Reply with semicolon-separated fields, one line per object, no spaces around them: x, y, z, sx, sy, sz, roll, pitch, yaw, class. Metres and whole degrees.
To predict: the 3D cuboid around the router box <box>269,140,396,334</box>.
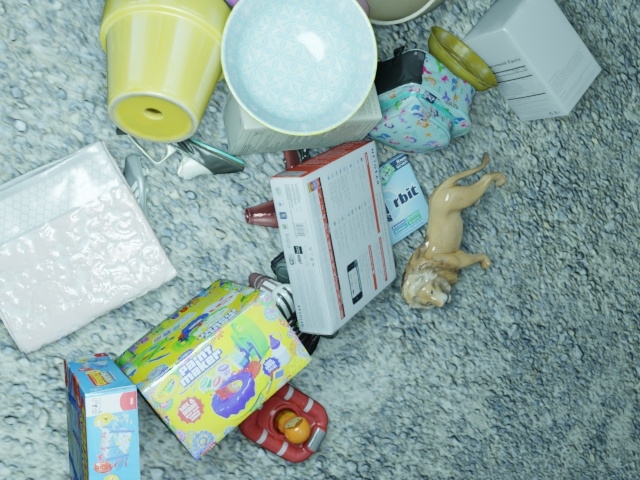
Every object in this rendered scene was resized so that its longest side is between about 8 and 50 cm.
0.039;-0.014;1.479;0.301;0.082;0.335;-33;118;-51;router box

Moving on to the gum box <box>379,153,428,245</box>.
0.178;-0.098;1.710;0.157;0.041;0.184;-32;105;-22;gum box

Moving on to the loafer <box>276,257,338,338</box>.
-0.019;0.116;1.578;0.084;0.096;0.267;-57;139;-30;loafer

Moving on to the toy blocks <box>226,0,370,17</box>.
-0.091;-0.511;1.489;0.288;0.309;0.260;36;43;-35;toy blocks

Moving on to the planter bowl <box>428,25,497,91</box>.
0.328;-0.424;1.718;0.217;0.217;0.090;26;125;-25;planter bowl

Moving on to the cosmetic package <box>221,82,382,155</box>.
-0.043;-0.272;1.502;0.309;0.160;0.113;-7;78;-21;cosmetic package

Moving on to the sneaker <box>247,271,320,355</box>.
-0.098;0.162;1.557;0.106;0.162;0.281;-43;145;-26;sneaker

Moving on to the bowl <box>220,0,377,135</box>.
-0.046;-0.344;1.333;0.289;0.156;0.289;-1;96;-7;bowl

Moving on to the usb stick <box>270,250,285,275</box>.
0.000;0.000;1.624;0.278;0.045;0.077;-40;110;-20;usb stick

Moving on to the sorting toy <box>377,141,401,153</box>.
0.172;-0.254;1.716;0.083;0.012;0.062;13;84;-26;sorting toy

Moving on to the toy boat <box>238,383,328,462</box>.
-0.073;0.408;1.549;0.231;0.151;0.151;36;76;-23;toy boat

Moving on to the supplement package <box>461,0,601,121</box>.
0.546;-0.480;1.799;0.293;0.175;0.177;46;75;-21;supplement package

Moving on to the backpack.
0.231;-0.311;1.620;0.253;0.225;0.191;15;73;-36;backpack

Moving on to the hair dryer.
-0.062;-0.129;1.588;0.223;0.080;0.293;44;68;-5;hair dryer

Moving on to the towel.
-0.494;0.012;1.341;0.332;0.053;0.317;-28;105;-9;towel

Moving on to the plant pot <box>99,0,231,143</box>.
-0.296;-0.326;1.308;0.254;0.254;0.239;17;61;-26;plant pot

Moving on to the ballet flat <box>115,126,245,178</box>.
-0.298;-0.190;1.449;0.280;0.095;0.096;29;92;-14;ballet flat

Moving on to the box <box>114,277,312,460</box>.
-0.224;0.240;1.395;0.290;0.279;0.177;-38;108;-19;box

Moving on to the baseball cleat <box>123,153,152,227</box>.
-0.399;-0.071;1.408;0.109;0.072;0.206;-8;95;-26;baseball cleat

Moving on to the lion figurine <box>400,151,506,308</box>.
0.313;-0.025;1.713;0.240;0.142;0.392;-2;100;-29;lion figurine

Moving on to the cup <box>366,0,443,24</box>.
0.213;-0.659;1.576;0.237;0.331;0.331;-20;103;-51;cup

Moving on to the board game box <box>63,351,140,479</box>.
-0.411;0.392;1.297;0.086;0.302;0.308;-3;94;-26;board game box
